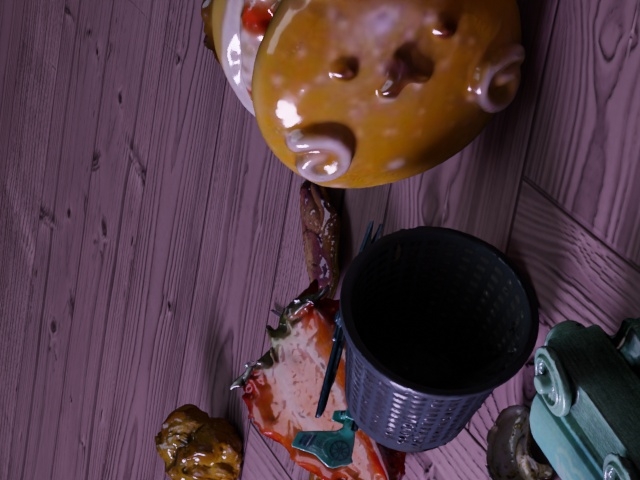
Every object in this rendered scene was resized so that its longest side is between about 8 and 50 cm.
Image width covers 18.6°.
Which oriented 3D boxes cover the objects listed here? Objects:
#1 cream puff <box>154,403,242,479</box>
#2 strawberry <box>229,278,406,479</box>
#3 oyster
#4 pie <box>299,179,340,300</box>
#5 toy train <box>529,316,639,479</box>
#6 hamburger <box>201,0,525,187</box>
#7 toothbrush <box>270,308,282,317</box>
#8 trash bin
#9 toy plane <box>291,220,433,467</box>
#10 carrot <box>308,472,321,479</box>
[{"bbox_3d":[-0.149,0.257,2.351,0.116,0.094,0.122,161,113,-63],"label":"cream puff"},{"bbox_3d":[0.032,0.151,1.941,0.228,0.098,0.174,37,109,37],"label":"strawberry"},{"bbox_3d":[0.180,0.186,1.681,0.080,0.038,0.083,4,63,43],"label":"oyster"},{"bbox_3d":[0.000,0.000,2.085,0.092,0.034,0.170,132,134,-63],"label":"pie"},{"bbox_3d":[0.232,0.170,1.477,0.248,0.101,0.159,-119,21,-50],"label":"toy train"},{"bbox_3d":[0.046,-0.188,1.679,0.186,0.261,0.303,-122,24,-50],"label":"hamburger"},{"bbox_3d":[-0.037,0.091,2.202,0.097,0.006,0.008,-152,62,-65],"label":"toothbrush"},{"bbox_3d":[0.092,0.100,1.727,0.161,0.175,0.175,103,157,-56],"label":"trash bin"},{"bbox_3d":[0.051,0.104,1.841,0.060,0.096,0.235,-17,54,70],"label":"toy plane"},{"bbox_3d":[0.008,0.263,2.054,0.047,0.047,0.191,-168,85,-67],"label":"carrot"}]
